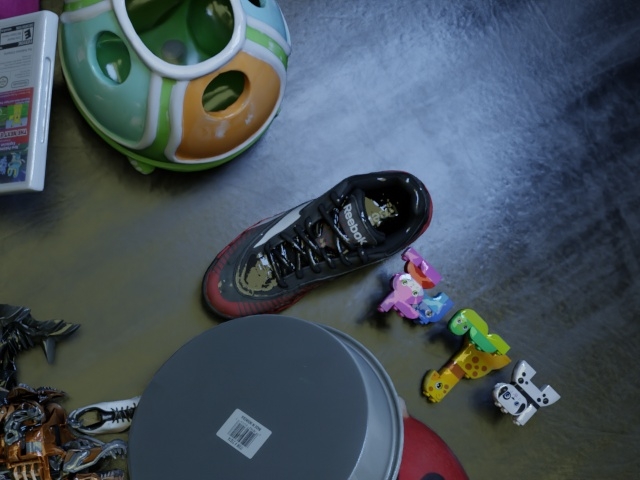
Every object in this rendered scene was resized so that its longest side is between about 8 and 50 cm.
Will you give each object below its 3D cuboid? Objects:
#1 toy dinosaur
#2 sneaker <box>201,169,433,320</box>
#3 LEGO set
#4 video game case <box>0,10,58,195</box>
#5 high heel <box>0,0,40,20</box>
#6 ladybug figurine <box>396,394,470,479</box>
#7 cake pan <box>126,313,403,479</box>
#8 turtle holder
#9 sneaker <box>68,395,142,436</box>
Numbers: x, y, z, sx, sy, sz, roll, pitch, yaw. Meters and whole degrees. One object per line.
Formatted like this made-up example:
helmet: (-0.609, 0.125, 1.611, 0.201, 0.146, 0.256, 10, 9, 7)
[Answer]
toy dinosaur: (-0.345, 0.168, 1.480, 0.321, 0.164, 0.218, 14, 84, -5)
sneaker: (0.000, -0.001, 1.562, 0.276, 0.135, 0.098, -26, 87, -9)
LEGO set: (0.136, 0.120, 1.589, 0.227, 0.087, 0.093, 45, 82, -6)
video game case: (-0.351, -0.134, 1.527, 0.201, 0.023, 0.184, -3, 79, 37)
high heel: (-0.345, -0.408, 1.616, 0.181, 0.127, 0.377, 26, 73, -32)
ladybug figurine: (0.032, 0.375, 1.495, 0.305, 0.162, 0.450, 9, 80, -6)
cake pan: (-0.065, 0.197, 1.462, 0.293, 0.054, 0.293, -10, 56, 15)
turtle holder: (-0.155, -0.238, 1.530, 0.243, 0.227, 0.320, -6, 83, -7)
sneaker: (-0.211, 0.186, 1.553, 0.109, 0.044, 0.040, -11, 81, -11)
